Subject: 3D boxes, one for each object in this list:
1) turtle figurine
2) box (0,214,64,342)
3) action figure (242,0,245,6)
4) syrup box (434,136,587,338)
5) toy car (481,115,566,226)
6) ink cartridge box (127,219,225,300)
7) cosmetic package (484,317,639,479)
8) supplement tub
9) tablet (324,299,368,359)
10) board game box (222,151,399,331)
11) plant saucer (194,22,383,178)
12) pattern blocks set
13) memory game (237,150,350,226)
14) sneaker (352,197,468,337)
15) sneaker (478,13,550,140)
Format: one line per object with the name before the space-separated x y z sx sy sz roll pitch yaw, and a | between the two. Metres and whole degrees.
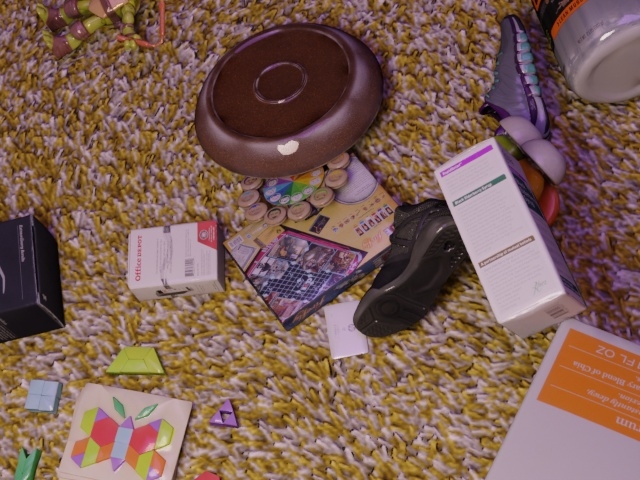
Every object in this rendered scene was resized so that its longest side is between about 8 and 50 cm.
turtle figurine | -0.368 -0.406 1.843 0.217 0.087 0.269 -22 72 8
box | -0.503 0.070 1.634 0.207 0.108 0.153 -12 64 4
action figure | -0.096 -0.537 1.828 0.164 0.141 0.275 21 69 6
syrup box | 0.240 -0.004 1.389 0.096 0.093 0.236 -29 61 19
toy car | 0.276 -0.075 1.548 0.159 0.136 0.182 -43 34 11
ink cartridge box | -0.214 0.031 1.629 0.135 0.056 0.099 -6 64 7
cosmetic package | 0.302 0.328 1.271 0.230 0.161 0.453 21 52 18
supplement tub | 0.416 -0.394 1.633 0.207 0.207 0.338 -17 63 2
tablet | 0.037 0.128 1.568 0.054 0.006 0.083 -11 65 4
board game box | 0.000 0.000 1.614 0.243 0.042 0.165 -35 64 -7
plant saucer | -0.058 -0.235 1.701 0.311 0.050 0.310 -9 54 12
pattern blocks set | -0.276 0.286 1.539 0.325 0.026 0.285 -6 64 7
memory game | -0.041 -0.092 1.642 0.186 0.012 0.186 -16 42 15
sneaker | 0.124 0.032 1.541 0.227 0.087 0.130 -55 22 24
sneaker | 0.281 -0.243 1.658 0.098 0.083 0.223 -13 65 9
